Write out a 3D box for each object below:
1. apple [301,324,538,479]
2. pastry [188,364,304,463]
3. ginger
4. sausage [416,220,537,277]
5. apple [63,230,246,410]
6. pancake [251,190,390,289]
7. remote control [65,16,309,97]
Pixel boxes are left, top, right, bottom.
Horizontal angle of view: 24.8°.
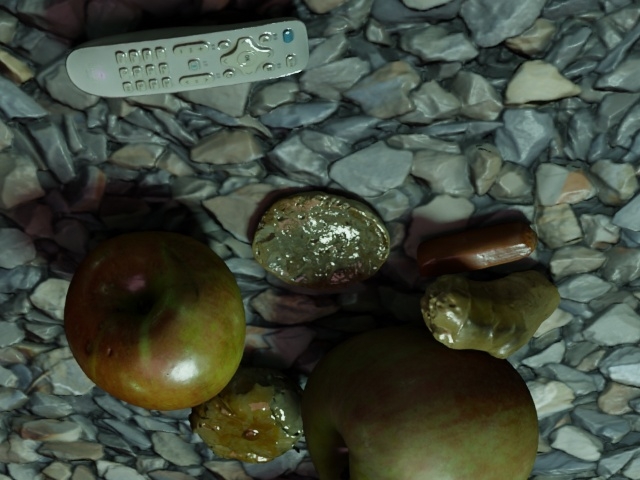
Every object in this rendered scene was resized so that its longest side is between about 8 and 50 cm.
[{"bbox_3d":[0.113,0.211,1.646,0.234,0.257,0.257,-20,142,-19],"label":"apple"},{"bbox_3d":[-0.087,0.209,1.767,0.153,0.081,0.153,8,144,6],"label":"pastry"},{"bbox_3d":[0.183,0.076,1.583,0.190,0.069,0.095,4,116,-35],"label":"ginger"},{"bbox_3d":[0.168,0.009,1.566,0.131,0.039,0.041,-13,128,15],"label":"sausage"},{"bbox_3d":[-0.172,0.089,1.562,0.196,0.196,0.196,1,138,1],"label":"apple"},{"bbox_3d":[0.000,0.001,1.575,0.152,0.025,0.151,2,139,2],"label":"pancake"},{"bbox_3d":[-0.126,-0.178,1.375,0.229,0.044,0.073,-8,141,-1],"label":"remote control"}]
